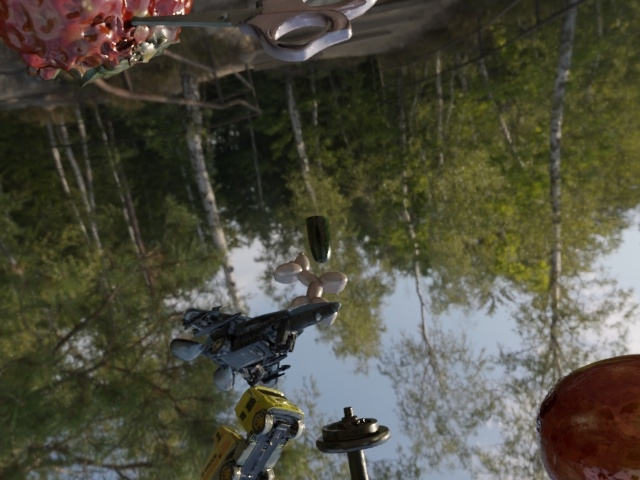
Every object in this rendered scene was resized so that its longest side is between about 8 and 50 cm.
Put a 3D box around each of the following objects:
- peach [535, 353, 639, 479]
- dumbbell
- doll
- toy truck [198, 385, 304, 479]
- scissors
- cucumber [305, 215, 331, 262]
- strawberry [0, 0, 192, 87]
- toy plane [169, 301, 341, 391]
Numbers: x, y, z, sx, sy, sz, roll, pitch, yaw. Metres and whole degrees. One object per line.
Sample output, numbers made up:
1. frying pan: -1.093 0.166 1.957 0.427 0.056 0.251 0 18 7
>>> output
1. peach: 0.623 0.393 1.033 0.370 0.370 0.370 -11 -159 4
2. dumbbell: 0.094 0.553 1.254 0.192 0.290 0.192 -9 167 -2
3. doll: -0.027 0.099 1.150 0.160 0.059 0.161 18 -130 0
4. toy truck: -0.165 0.452 1.146 0.157 0.124 0.272 35 -85 49
5. scissors: -0.058 -0.158 0.364 0.189 0.015 0.100 9 -127 21
6. cucumber: 0.000 0.000 1.034 0.048 0.105 0.048 -7 157 -3
7. strawberry: -0.310 -0.377 0.626 0.267 0.351 0.312 -13 -166 -7
8. toy plane: -0.073 0.127 0.652 0.246 0.169 0.078 -21 -148 37
